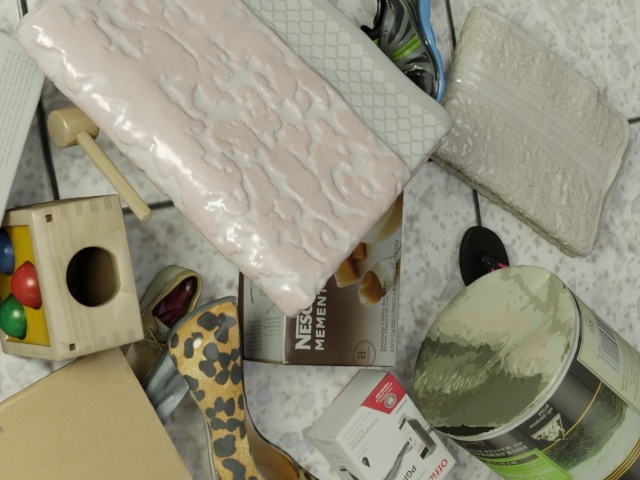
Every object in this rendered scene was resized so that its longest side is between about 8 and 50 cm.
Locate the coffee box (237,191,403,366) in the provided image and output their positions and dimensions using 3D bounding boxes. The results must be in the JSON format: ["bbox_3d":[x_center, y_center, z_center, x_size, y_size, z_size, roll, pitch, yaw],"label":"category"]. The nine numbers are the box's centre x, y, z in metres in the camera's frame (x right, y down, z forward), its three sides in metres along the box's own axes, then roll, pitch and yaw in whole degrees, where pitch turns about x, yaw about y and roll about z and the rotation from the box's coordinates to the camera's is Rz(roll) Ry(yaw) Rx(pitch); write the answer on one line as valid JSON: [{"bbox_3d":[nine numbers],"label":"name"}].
[{"bbox_3d":[0.000,0.000,1.340,0.141,0.098,0.247,6,86,-34],"label":"coffee box"}]

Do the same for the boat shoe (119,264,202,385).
[{"bbox_3d":[-0.154,0.082,1.265,0.050,0.045,0.135,35,70,-29],"label":"boat shoe"}]

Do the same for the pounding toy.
[{"bbox_3d":[-0.221,-0.007,1.138,0.094,0.181,0.206,-13,97,-34],"label":"pounding toy"}]

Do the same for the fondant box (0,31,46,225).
[{"bbox_3d":[-0.406,-0.095,1.066,0.330,0.096,0.238,22,77,-33],"label":"fondant box"}]

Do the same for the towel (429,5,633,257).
[{"bbox_3d":[0.243,-0.117,1.540,0.282,0.049,0.187,31,72,-30],"label":"towel"}]

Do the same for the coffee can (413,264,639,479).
[{"bbox_3d":[0.261,0.180,1.442,0.275,0.201,0.201,39,68,-32],"label":"coffee can"}]

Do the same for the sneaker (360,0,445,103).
[{"bbox_3d":[0.083,-0.207,1.431,0.078,0.067,0.188,-15,100,-12],"label":"sneaker"}]

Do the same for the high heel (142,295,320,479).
[{"bbox_3d":[-0.046,0.167,1.271,0.261,0.093,0.186,26,106,-25],"label":"high heel"}]

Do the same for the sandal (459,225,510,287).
[{"bbox_3d":[0.202,0.068,1.513,0.067,0.040,0.179,-20,101,-31],"label":"sandal"}]

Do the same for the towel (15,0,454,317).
[{"bbox_3d":[-0.059,-0.135,1.211,0.332,0.053,0.317,45,45,-2],"label":"towel"}]

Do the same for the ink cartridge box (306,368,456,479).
[{"bbox_3d":[0.066,0.216,1.408,0.099,0.056,0.135,-48,114,-26],"label":"ink cartridge box"}]

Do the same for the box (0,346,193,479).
[{"bbox_3d":[-0.228,0.206,1.177,0.201,0.021,0.164,-30,93,-16],"label":"box"}]
